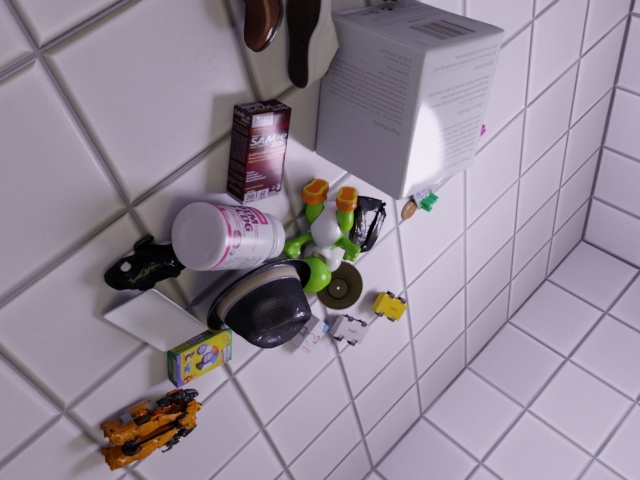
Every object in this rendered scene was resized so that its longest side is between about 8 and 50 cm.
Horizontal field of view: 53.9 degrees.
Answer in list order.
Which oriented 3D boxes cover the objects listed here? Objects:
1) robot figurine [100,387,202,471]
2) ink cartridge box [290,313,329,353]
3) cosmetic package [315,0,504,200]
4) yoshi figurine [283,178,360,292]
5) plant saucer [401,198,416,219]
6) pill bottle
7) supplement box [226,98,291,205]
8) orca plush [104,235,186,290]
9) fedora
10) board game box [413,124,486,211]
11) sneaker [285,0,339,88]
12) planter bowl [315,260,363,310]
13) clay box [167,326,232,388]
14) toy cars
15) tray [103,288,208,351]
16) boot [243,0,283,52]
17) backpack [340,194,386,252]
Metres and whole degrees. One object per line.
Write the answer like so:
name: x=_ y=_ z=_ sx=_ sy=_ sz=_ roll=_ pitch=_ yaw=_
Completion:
robot figurine: x=-0.468 y=0.517 z=1.773 sx=0.291 sy=0.085 sz=0.211 roll=-20 pitch=133 yaw=-40
ink cartridge box: x=-0.038 y=0.322 z=2.168 sx=0.122 sy=0.052 sz=0.088 roll=-51 pitch=146 yaw=-4
cosmetic package: x=0.220 y=-0.380 z=1.656 sx=0.329 sy=0.327 sz=0.394 roll=-25 pitch=135 yaw=-37
yoshi figurine: x=0.000 y=0.017 z=1.856 sx=0.202 sy=0.203 sz=0.362 roll=-12 pitch=131 yaw=-27
plant saucer: x=0.325 y=-0.109 z=2.287 sx=0.083 sy=0.015 sz=0.083 roll=-32 pitch=140 yaw=-32
pill bottle: x=-0.218 y=-0.009 z=1.561 sx=0.283 sy=0.160 sz=0.160 roll=1 pitch=117 yaw=-62
supplement box: x=-0.153 y=-0.218 z=1.557 sx=0.130 sy=0.073 sz=0.240 roll=-20 pitch=132 yaw=-40
orca plush: x=-0.364 y=0.074 z=1.514 sx=0.287 sy=0.102 sz=0.151 roll=-1 pitch=119 yaw=-51
fedora: x=-0.135 y=0.193 z=1.708 sx=0.334 sy=0.153 sz=0.334 roll=-31 pitch=156 yaw=-15
board game box: x=0.442 y=-0.307 z=2.150 sx=0.390 sy=0.050 sz=0.390 roll=-56 pitch=160 yaw=-3
sneaker: x=-0.009 y=-0.508 z=1.479 sx=0.123 sy=0.106 sz=0.290 roll=-35 pitch=151 yaw=-35
planter bowl: x=0.059 y=0.154 z=2.074 sx=0.162 sy=0.162 sz=0.109 roll=-50 pitch=172 yaw=-8
clay box: x=-0.330 y=0.316 z=1.802 sx=0.222 sy=0.053 sz=0.128 roll=-24 pitch=133 yaw=-38
toy cars: x=0.172 y=0.280 z=2.369 sx=0.393 sy=0.087 sz=0.177 roll=-24 pitch=130 yaw=-33
tray: x=-0.411 y=0.198 z=1.592 sx=0.145 sy=0.030 sz=0.270 roll=-29 pitch=145 yaw=6
boot: x=-0.188 y=-0.523 z=1.241 sx=0.280 sy=0.096 sz=0.264 roll=-7 pitch=123 yaw=-47
backpack: x=0.115 y=-0.050 z=1.982 sx=0.151 sy=0.115 sz=0.182 roll=4 pitch=103 yaw=-33
